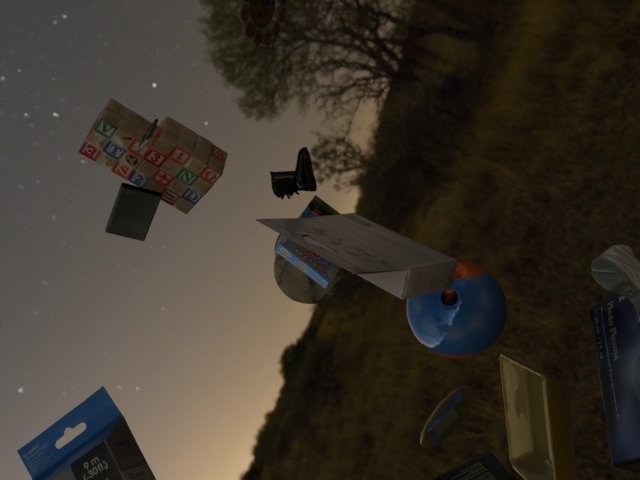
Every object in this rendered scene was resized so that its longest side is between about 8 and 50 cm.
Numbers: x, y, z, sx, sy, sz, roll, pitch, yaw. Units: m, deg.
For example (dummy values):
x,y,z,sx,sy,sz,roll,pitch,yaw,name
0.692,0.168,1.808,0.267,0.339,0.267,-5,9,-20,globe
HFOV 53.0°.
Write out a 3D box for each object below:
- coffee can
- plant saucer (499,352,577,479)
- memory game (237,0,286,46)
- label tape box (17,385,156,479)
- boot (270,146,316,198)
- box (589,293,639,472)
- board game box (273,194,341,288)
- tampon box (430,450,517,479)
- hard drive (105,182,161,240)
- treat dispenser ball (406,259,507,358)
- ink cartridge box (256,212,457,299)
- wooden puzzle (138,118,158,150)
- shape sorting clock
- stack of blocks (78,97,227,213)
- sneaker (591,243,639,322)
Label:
x,y,z,sx,sy,sz,roll,pitch,yaw,name
-0.037,0.056,1.897,0.275,0.202,0.201,-106,38,-79,coffee can
0.579,0.483,1.695,0.333,0.081,0.332,-179,83,-86,plant saucer
-0.126,-0.524,1.426,0.186,0.012,0.186,-43,-38,-47,memory game
-0.453,0.496,1.229,0.249,0.347,0.115,-36,-15,6,label tape box
-0.066,-0.153,1.466,0.045,0.099,0.121,-83,-16,-52,boot
0.607,0.194,1.015,0.294,0.183,0.296,126,155,-53,box
0.000,0.000,1.606,0.039,0.160,0.211,-50,5,47,board game box
0.188,0.325,0.662,0.161,0.102,0.120,-139,28,-67,tampon box
-0.442,-0.067,1.515,0.135,0.094,0.022,-61,28,27,hard drive
0.396,0.200,1.872,0.288,0.288,0.288,23,-90,-86,treat dispenser ball
0.061,0.025,1.210,0.261,0.296,0.066,-6,-67,-39,ink cartridge box
-0.328,-0.201,1.218,0.083,0.006,0.049,-32,38,45,wooden puzzle
0.342,0.479,1.747,0.206,0.040,0.206,-26,-43,-27,shape sorting clock
-0.396,-0.209,1.533,0.171,0.297,0.087,-41,29,35,stack of blocks
0.404,0.065,0.782,0.061,0.152,0.053,-35,-9,-31,sneaker
